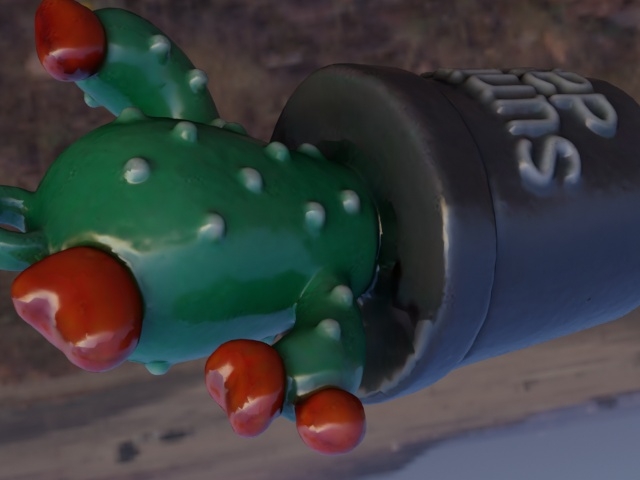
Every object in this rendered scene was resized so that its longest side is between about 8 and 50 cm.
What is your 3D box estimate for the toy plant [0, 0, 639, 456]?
[{"bbox_3d":[-0.004,-0.012,0.903,0.400,0.279,0.185,-8,163,-33],"label":"toy plant"}]
